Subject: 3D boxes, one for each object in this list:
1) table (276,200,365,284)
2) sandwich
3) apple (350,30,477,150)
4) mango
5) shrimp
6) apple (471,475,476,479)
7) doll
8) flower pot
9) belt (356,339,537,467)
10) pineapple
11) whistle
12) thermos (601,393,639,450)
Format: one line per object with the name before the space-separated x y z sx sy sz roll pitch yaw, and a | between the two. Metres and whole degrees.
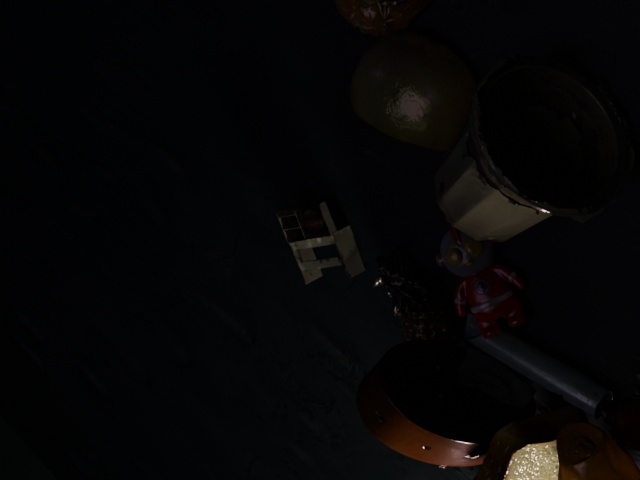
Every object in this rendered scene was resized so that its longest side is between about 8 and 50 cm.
table | 0.000 0.000 2.257 0.146 0.062 0.175 -9 104 49
sandwich | 0.393 0.397 1.927 0.065 0.214 0.186 50 140 42
apple | 0.154 -0.276 1.904 0.265 0.120 0.193 31 127 29
mango | 0.480 0.418 1.801 0.187 0.144 0.359 62 -174 27
shrimp | 0.136 -0.443 1.884 0.294 0.062 0.154 1 123 50
apple | 0.344 0.528 2.145 0.102 0.099 0.114 36 108 20
doll | 0.293 0.057 1.958 0.142 0.076 0.245 -25 91 18
flower pot | 0.318 -0.123 1.713 0.290 0.290 0.259 57 150 8
belt | 0.240 0.305 1.977 0.122 0.338 0.217 124 151 -47
pineapple | 0.184 0.123 2.101 0.119 0.111 0.237 -35 73 20
whistle | 0.394 0.227 1.957 0.312 0.062 0.062 31 130 33
thermos | 0.570 0.321 1.777 0.232 0.124 0.099 13 112 51
